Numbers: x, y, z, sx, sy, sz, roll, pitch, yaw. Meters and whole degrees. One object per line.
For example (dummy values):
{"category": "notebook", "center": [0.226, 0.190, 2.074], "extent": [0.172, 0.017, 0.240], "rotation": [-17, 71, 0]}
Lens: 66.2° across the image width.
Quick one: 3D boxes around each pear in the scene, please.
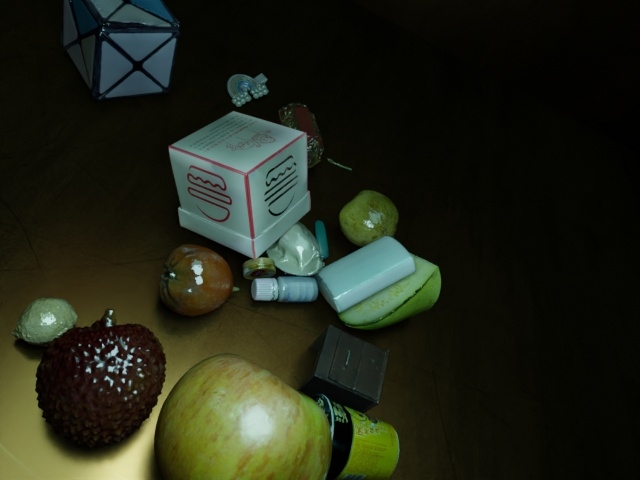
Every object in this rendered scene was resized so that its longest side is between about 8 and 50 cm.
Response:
{"category": "pear", "center": [0.184, -0.071, 1.779], "extent": [0.211, 0.188, 0.228], "rotation": [37, 46, 7]}

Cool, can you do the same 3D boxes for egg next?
{"category": "egg", "center": [-0.677, 0.201, 1.210], "extent": [0.140, 0.118, 0.116], "rotation": [-32, 116, -48]}

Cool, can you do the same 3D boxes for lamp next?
{"category": "lamp", "center": [-0.085, -0.409, 1.919], "extent": [0.176, 0.177, 0.274], "rotation": [-1, 56, -27]}

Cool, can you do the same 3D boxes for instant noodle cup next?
{"category": "instant noodle cup", "center": [0.069, 0.532, 1.278], "extent": [0.235, 0.215, 0.216], "rotation": [22, 49, -21]}

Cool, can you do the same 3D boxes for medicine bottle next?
{"category": "medicine bottle", "center": [-0.112, 0.152, 1.537], "extent": [0.202, 0.083, 0.084], "rotation": [4, 54, -25]}

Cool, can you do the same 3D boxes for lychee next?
{"category": "lychee", "center": [-0.493, 0.309, 1.120], "extent": [0.275, 0.275, 0.305], "rotation": [5, 79, -23]}

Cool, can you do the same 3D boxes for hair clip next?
{"category": "hair clip", "center": [-0.312, -0.643, 2.064], "extent": [0.220, 0.054, 0.140], "rotation": [-36, 83, -36]}

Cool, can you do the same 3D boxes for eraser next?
{"category": "eraser", "center": [0.137, 0.102, 1.577], "extent": [0.289, 0.104, 0.189], "rotation": [-27, 27, -9]}

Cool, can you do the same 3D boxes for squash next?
{"category": "squash", "center": [0.198, 0.168, 1.597], "extent": [0.308, 0.210, 0.233], "rotation": [-7, 24, -35]}

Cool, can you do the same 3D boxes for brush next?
{"category": "brush", "center": [0.000, 0.000, 1.747], "extent": [0.043, 0.032, 0.194], "rotation": [9, 40, -14]}

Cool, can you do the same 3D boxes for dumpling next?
{"category": "dumpling", "center": [-0.092, 0.028, 1.616], "extent": [0.172, 0.142, 0.247], "rotation": [-27, 47, -10]}

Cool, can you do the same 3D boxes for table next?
{"category": "table", "center": [0.063, 0.374, 1.397], "extent": [0.193, 0.172, 0.169], "rotation": [26, 49, -7]}

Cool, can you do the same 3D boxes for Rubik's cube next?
{"category": "Rubik's cube", "center": [-0.714, -0.726, 1.748], "extent": [0.306, 0.310, 0.305], "rotation": [-19, 67, -37]}

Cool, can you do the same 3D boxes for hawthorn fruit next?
{"category": "hawthorn fruit", "center": [-0.334, 0.117, 1.402], "extent": [0.251, 0.199, 0.200], "rotation": [17, 45, -47]}

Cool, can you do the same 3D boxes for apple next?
{"category": "apple", "center": [-0.174, 0.453, 1.081], "extent": [0.400, 0.400, 0.334], "rotation": [30, 71, -3]}

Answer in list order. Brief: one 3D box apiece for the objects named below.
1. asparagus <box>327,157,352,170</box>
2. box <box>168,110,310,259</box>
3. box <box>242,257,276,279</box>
{"category": "asparagus", "center": [0.077, -0.313, 2.024], "extent": [0.114, 0.014, 0.015], "rotation": [21, 48, -11]}
{"category": "box", "center": [-0.239, -0.184, 1.522], "extent": [0.312, 0.300, 0.314], "rotation": [22, 44, 25]}
{"category": "box", "center": [-0.191, 0.088, 1.530], "extent": [0.105, 0.105, 0.037], "rotation": [1, 65, -26]}
